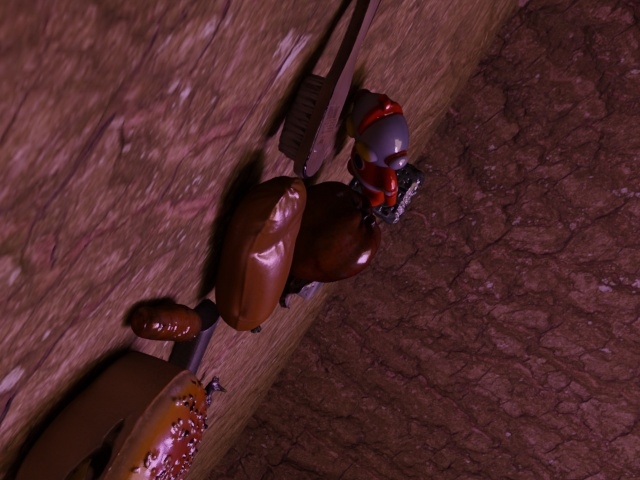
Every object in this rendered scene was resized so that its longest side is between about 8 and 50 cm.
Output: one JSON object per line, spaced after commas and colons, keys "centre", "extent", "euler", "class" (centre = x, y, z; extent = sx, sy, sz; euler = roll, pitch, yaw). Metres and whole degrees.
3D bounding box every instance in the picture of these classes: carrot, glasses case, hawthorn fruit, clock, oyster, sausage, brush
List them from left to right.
{"centre": [-0.218, 0.118, 0.913], "extent": [0.060, 0.060, 0.186], "euler": [-55, 169, -4], "class": "carrot"}
{"centre": [-0.237, 0.200, 1.176], "extent": [0.071, 0.047, 0.205], "euler": [-48, 169, -49], "class": "glasses case"}
{"centre": [-0.097, 0.013, 1.011], "extent": [0.134, 0.116, 0.354], "euler": [-33, 157, -36], "class": "sausage"}
{"centre": [-0.026, 0.086, 1.799], "extent": [0.271, 0.100, 0.275], "euler": [-53, -175, -3], "class": "oyster"}
{"centre": [-0.003, 0.102, 2.131], "extent": [0.191, 0.062, 0.152], "euler": [-47, 168, -49], "class": "clock"}
{"centre": [0.000, 0.000, 1.299], "extent": [0.248, 0.208, 0.208], "euler": [-33, -176, 29], "class": "hawthorn fruit"}
{"centre": [0.017, -0.246, 0.867], "extent": [0.328, 0.065, 0.070], "euler": [-67, 163, 15], "class": "brush"}

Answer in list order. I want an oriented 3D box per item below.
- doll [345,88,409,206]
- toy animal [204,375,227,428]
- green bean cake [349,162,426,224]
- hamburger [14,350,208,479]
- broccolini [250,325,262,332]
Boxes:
{"centre": [0.104, -0.180, 1.227], "extent": [0.105, 0.200, 0.336], "euler": [-21, 163, -10], "class": "doll"}
{"centre": [-0.307, 0.417, 1.598], "extent": [0.202, 0.070, 0.105], "euler": [-54, 154, 16], "class": "toy animal"}
{"centre": [0.184, -0.153, 1.792], "extent": [0.181, 0.173, 0.094], "euler": [-56, 170, 13], "class": "green bean cake"}
{"centre": [-0.278, 0.306, 0.900], "extent": [0.300, 0.176, 0.300], "euler": [-55, 171, -13], "class": "hamburger"}
{"centre": [-0.181, 0.223, 1.721], "extent": [0.035, 0.030, 0.140], "euler": [-17, 159, -8], "class": "broccolini"}
